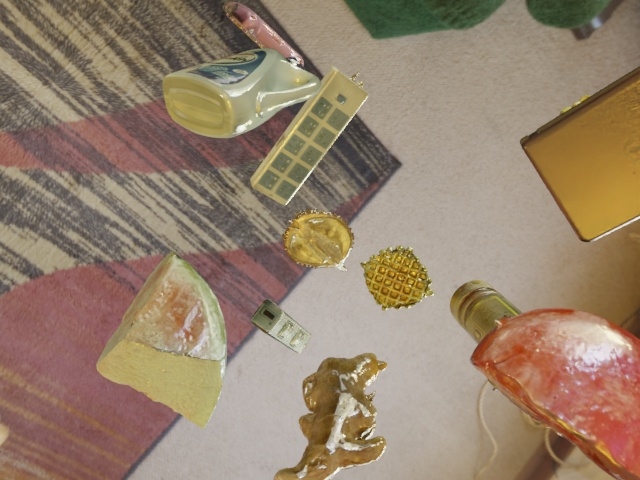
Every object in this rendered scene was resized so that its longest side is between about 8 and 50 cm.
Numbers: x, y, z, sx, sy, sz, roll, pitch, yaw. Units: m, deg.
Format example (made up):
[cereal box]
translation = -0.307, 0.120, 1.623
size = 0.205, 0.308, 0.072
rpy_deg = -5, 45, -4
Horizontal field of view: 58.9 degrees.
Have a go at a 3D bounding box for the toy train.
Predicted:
[toy train]
translation = -0.106, 0.284, 1.780
size = 0.086, 0.089, 0.409
rpy_deg = -53, 157, -9

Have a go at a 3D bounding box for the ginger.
[ginger]
translation = 0.038, 0.299, 0.987
size = 0.166, 0.333, 0.080
rpy_deg = 3, 118, 13

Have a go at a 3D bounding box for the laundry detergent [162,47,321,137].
[laundry detergent]
translation = -0.113, -0.273, 1.010
size = 0.280, 0.215, 0.105
rpy_deg = -30, 130, -39

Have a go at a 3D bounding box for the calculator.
[calculator]
translation = -0.125, -0.441, 1.226
size = 0.194, 0.294, 0.043
rpy_deg = 36, 101, -29

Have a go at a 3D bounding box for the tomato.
[tomato]
translation = 0.364, 0.193, 0.754
size = 0.309, 0.309, 0.170
rpy_deg = 34, 88, -29

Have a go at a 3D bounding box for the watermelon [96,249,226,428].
[watermelon]
translation = -0.339, 0.214, 1.194
size = 0.258, 0.387, 0.228
rpy_deg = -11, 153, -33

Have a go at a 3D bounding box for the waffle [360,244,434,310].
[waffle]
translation = 0.250, 0.125, 1.862
size = 0.208, 0.054, 0.214
rpy_deg = -22, 93, 20

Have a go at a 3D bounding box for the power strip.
[power strip]
translation = -0.025, -0.243, 1.320
size = 0.106, 0.043, 0.367
rpy_deg = 28, 110, -30

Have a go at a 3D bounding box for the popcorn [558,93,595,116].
[popcorn]
translation = 0.654, -0.229, 1.332
size = 0.259, 0.259, 0.212
rpy_deg = -39, 120, -11

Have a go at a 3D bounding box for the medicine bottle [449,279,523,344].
[medicine bottle]
translation = 0.496, 0.242, 1.585
size = 0.151, 0.322, 0.151
rpy_deg = -4, 111, -11

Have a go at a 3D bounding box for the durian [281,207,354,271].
[durian]
translation = 0.000, 0.000, 1.264
size = 0.148, 0.091, 0.188
rpy_deg = -39, 110, 6

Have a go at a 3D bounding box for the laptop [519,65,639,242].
[laptop]
translation = 0.364, -0.109, 0.660
size = 0.207, 0.026, 0.154
rpy_deg = -32, 83, 21
